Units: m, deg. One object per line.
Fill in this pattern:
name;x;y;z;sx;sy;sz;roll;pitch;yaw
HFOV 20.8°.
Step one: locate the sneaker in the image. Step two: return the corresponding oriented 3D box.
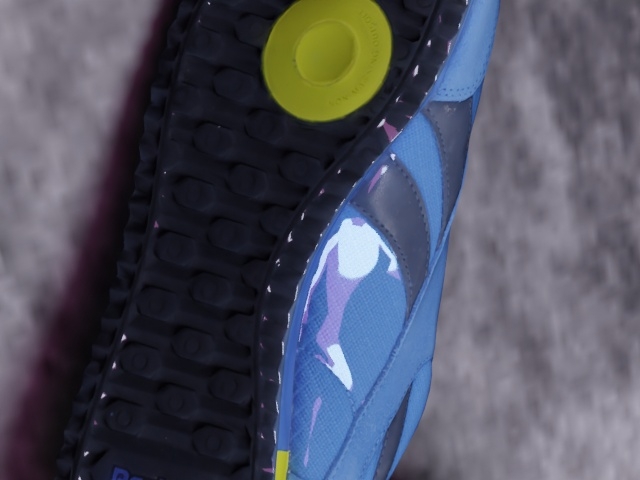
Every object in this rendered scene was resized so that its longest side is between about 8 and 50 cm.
sneaker;0.000;0.000;0.417;0.082;0.069;0.209;21;86;-62
